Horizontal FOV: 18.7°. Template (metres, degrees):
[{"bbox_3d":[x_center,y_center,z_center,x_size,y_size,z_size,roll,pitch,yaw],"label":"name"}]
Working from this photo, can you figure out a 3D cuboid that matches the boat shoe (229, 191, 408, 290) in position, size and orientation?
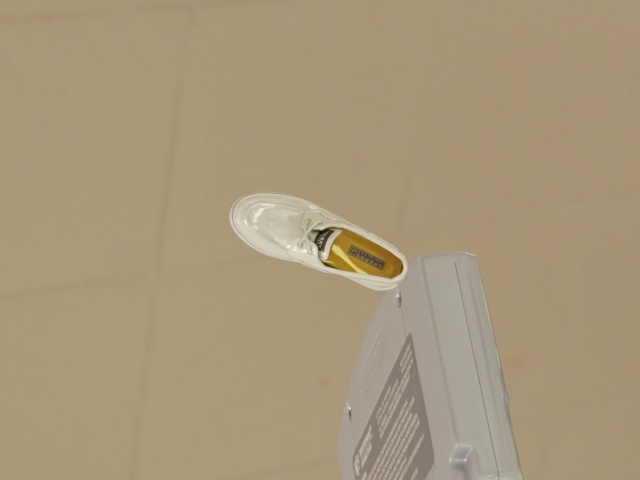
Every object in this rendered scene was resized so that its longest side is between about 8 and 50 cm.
[{"bbox_3d":[0.000,0.000,1.024,0.100,0.035,0.035,24,83,-3],"label":"boat shoe"}]

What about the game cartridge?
[{"bbox_3d":[0.069,0.141,1.364,0.060,0.196,0.294,-5,150,-15],"label":"game cartridge"}]
